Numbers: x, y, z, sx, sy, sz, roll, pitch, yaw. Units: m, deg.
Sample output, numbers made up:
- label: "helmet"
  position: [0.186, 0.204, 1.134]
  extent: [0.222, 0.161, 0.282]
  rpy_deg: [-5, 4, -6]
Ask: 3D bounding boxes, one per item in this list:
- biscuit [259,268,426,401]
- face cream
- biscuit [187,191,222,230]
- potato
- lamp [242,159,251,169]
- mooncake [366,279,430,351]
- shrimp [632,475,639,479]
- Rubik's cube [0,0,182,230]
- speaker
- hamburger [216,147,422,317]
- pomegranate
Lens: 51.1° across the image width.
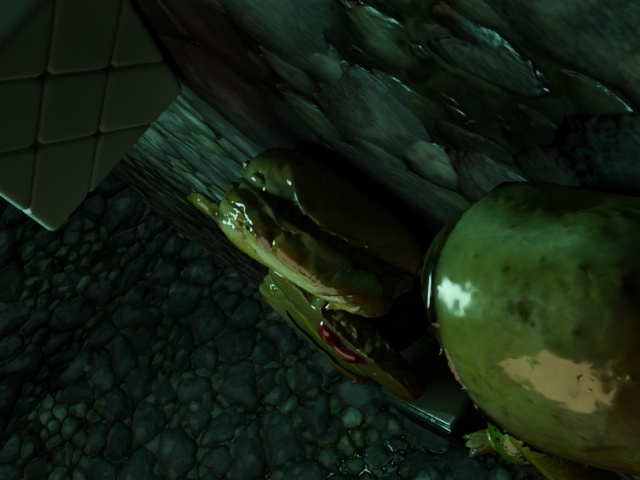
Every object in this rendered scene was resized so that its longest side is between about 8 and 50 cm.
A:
- label: "biscuit"
  position: [0.011, 0.178, 1.325]
  extent: [0.368, 0.076, 0.394]
  rpy_deg: [44, 166, -9]
- label: "face cream"
  position: [0.461, 0.411, 1.293]
  extent: [0.349, 0.105, 0.105]
  rpy_deg: [44, 168, -17]
- label: "biscuit"
  position: [-0.298, -0.066, 2.035]
  extent: [0.164, 0.047, 0.208]
  rpy_deg: [27, 166, 38]
- label: "potato"
  position: [0.241, 0.068, 0.487]
  extent: [0.285, 0.242, 0.242]
  rpy_deg: [47, 167, -17]
- label: "lamp"
  position: [-0.105, -0.118, 1.246]
  extent: [0.083, 0.031, 0.063]
  rpy_deg: [21, 163, 41]
- label: "mooncake"
  position: [0.104, 0.109, 1.299]
  extent: [0.245, 0.133, 0.245]
  rpy_deg: [40, 165, 13]
- label: "shrimp"
  position: [0.601, 0.424, 1.237]
  extent: [0.317, 0.062, 0.164]
  rpy_deg: [36, 174, 25]
- label: "Rubik's cube"
  position: [-0.453, -0.261, 0.964]
  extent: [0.316, 0.319, 0.322]
  rpy_deg: [33, 168, 21]
- label: "speaker"
  position: [0.296, 0.355, 1.572]
  extent: [0.231, 0.192, 0.153]
  rpy_deg: [17, 157, 49]
- label: "hamburger"
  position: [-0.006, -0.003, 1.021]
  extent: [0.304, 0.174, 0.284]
  rpy_deg: [37, 170, 1]
- label: "pomegranate"
  position: [0.409, 0.409, 1.424]
  extent: [0.159, 0.205, 0.159]
  rpy_deg: [59, -163, -31]
